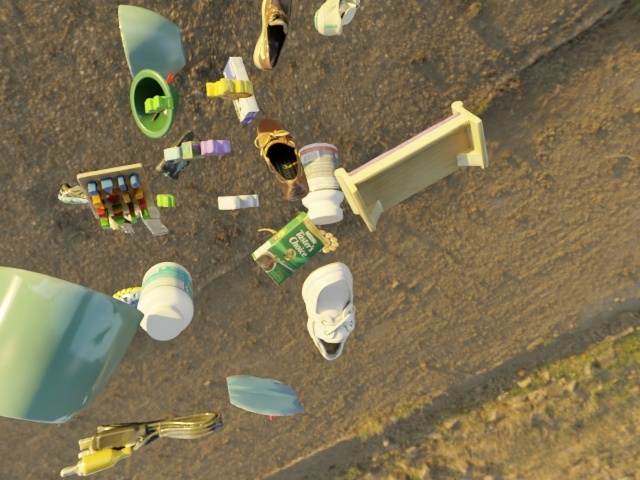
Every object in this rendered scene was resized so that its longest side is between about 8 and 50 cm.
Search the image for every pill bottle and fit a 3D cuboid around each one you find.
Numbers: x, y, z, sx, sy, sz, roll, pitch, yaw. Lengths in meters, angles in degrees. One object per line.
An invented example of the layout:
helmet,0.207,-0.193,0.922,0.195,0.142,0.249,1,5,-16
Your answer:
pill bottle,-0.440,0.175,1.165,0.146,0.264,0.147,-6,112,-16
pill bottle,0.004,-0.274,2.012,0.209,0.364,0.210,-6,169,-1

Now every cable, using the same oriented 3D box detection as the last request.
cable,-0.339,0.395,0.809,0.286,0.072,0.139,-4,174,-15

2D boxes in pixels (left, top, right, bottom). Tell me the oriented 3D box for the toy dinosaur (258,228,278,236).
toy dinosaur,-0.136,-0.007,1.382,0.112,0.212,0.064,3,117,-21

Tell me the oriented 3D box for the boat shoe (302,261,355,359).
boat shoe,0.027,0.145,0.772,0.098,0.096,0.277,-16,145,-10

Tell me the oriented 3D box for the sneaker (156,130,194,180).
sneaker,-0.658,-0.398,1.909,0.106,0.268,0.101,40,151,-28

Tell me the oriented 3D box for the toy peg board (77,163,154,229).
toy peg board,-0.550,-0.112,1.119,0.161,0.079,0.161,-16,146,-20

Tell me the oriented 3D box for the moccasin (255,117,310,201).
moccasin,-0.147,-0.312,1.446,0.139,0.380,0.147,-17,147,-1

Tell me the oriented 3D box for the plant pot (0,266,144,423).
plant pot,-0.539,0.216,0.800,0.292,0.235,0.293,12,156,5

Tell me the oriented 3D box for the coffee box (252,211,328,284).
coffee box,-0.080,0.022,1.103,0.184,0.040,0.113,-39,121,-4

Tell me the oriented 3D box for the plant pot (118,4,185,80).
plant pot,-0.637,-0.751,1.583,0.195,0.290,0.291,-9,132,-12

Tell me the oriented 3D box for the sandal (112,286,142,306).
sandal,-0.769,0.281,1.576,0.317,0.138,0.126,-31,167,17

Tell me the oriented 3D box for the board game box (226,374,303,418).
board game box,-0.108,0.299,0.755,0.133,0.168,0.033,14,90,-17

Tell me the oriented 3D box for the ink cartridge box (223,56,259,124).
ink cartridge box,-0.285,-0.533,1.457,0.046,0.207,0.097,-16,176,-30

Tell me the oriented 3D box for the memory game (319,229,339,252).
memory game,0.000,0.000,1.944,0.186,0.186,0.012,4,124,-17

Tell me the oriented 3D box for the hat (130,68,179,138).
hat,-0.427,-0.408,1.193,0.172,0.183,0.209,-3,103,31

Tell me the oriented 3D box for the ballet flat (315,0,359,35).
ballet flat,0.061,-0.611,1.063,0.086,0.249,0.086,15,147,10

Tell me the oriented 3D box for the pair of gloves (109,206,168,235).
pair of gloves,-0.740,-0.101,1.613,0.240,0.204,0.042,-2,135,-53

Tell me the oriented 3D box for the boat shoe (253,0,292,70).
boat shoe,-0.164,-0.834,1.577,0.123,0.123,0.343,10,103,-37

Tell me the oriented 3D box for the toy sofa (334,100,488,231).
toy sofa,0.225,-0.200,1.054,0.362,0.177,0.150,-29,132,4

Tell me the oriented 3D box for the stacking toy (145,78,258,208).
stacking toy,-0.180,-0.133,0.602,0.052,0.221,0.167,-13,104,-51

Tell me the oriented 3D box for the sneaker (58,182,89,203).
sneaker,-0.769,-0.158,1.352,0.187,0.078,0.067,5,175,-3
